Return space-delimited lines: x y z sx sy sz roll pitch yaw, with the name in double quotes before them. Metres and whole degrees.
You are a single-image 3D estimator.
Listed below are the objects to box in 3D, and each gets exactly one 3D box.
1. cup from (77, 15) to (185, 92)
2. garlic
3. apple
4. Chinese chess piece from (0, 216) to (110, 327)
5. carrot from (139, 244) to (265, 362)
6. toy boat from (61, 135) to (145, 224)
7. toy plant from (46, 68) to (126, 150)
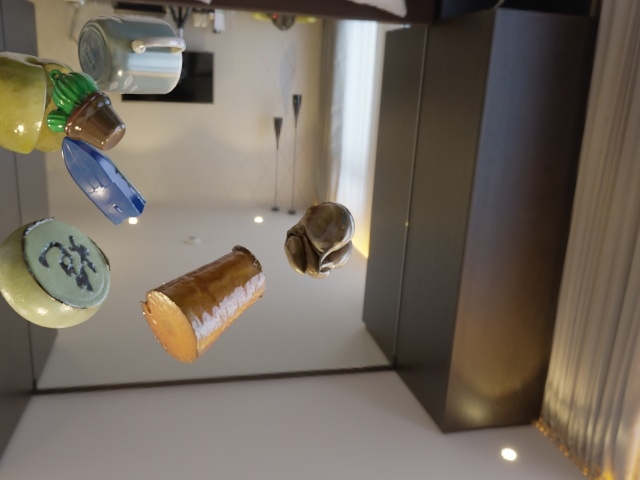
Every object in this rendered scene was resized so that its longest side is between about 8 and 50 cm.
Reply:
"cup" -0.633 -0.641 1.931 0.356 0.260 0.274 0 -167 41
"garlic" 0.000 0.000 1.816 0.237 0.210 0.292 -21 -142 -19
"apple" -0.799 -0.376 1.547 0.291 0.254 0.292 18 -159 -7
"Chinese chess piece" -0.824 0.099 1.764 0.146 0.349 0.349 -31 -173 18
"carrot" -0.265 0.143 1.347 0.196 0.196 0.254 16 -143 38
"toy boat" -0.622 -0.180 1.589 0.129 0.295 0.088 -21 -136 8
"toy plant" -0.518 -0.279 1.215 0.200 0.143 0.105 41 -178 2
